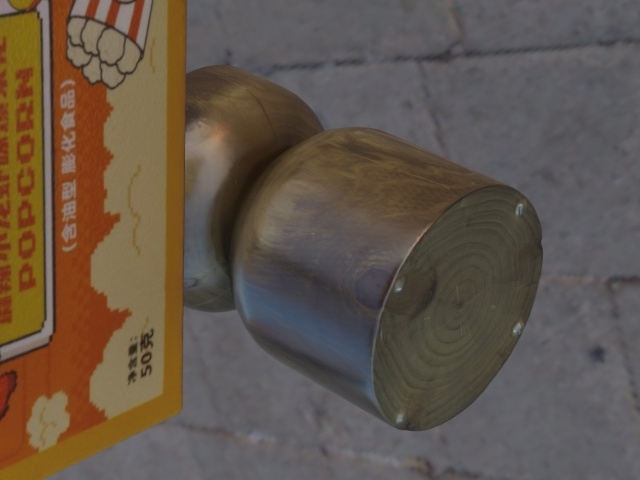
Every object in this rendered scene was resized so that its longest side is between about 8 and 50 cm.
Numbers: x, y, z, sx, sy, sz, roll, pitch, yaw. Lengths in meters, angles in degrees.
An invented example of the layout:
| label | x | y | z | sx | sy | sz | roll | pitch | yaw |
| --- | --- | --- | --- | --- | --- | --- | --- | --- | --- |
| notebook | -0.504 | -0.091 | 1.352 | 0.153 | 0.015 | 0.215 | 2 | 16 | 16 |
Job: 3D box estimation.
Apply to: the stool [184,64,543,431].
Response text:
| label | x | y | z | sx | sy | sz | roll | pitch | yaw |
| --- | --- | --- | --- | --- | --- | --- | --- | --- | --- |
| stool | 0.000 | 0.000 | 1.194 | 0.264 | 0.179 | 0.179 | 26 | 131 | 37 |

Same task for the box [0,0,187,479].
| label | x | y | z | sx | sy | sz | roll | pitch | yaw |
| --- | --- | --- | --- | --- | --- | --- | --- | --- | --- |
| box | -0.219 | -0.052 | 0.743 | 0.259 | 0.214 | 0.284 | 14 | 112 | 34 |
